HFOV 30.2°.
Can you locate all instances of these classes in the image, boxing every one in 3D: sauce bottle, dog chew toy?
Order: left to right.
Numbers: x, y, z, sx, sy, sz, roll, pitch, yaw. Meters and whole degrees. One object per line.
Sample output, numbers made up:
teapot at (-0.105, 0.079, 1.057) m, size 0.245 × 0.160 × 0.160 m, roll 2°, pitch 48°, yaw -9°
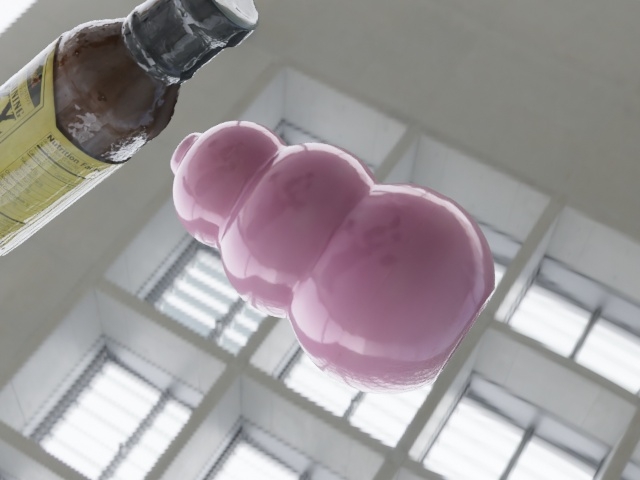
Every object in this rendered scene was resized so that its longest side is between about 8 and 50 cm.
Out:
sauce bottle at (-0.195, -0.100, 0.946) m, size 0.344 × 0.111 × 0.111 m, roll -34°, pitch -125°, yaw 24°
dog chew toy at (0.000, 0.000, 1.147) m, size 0.332 × 0.206 × 0.206 m, roll 34°, pitch -119°, yaw 10°
